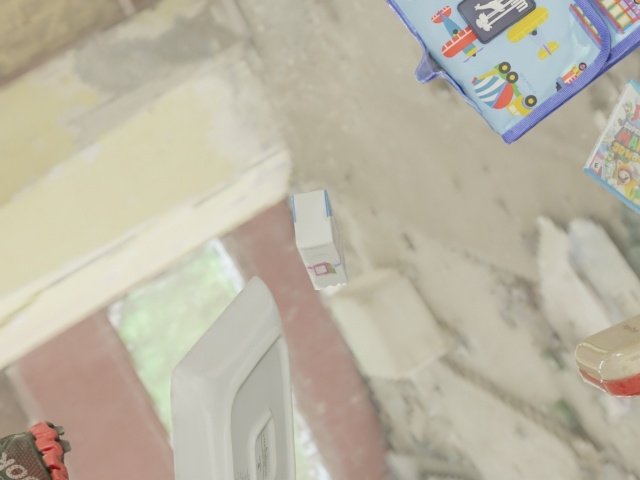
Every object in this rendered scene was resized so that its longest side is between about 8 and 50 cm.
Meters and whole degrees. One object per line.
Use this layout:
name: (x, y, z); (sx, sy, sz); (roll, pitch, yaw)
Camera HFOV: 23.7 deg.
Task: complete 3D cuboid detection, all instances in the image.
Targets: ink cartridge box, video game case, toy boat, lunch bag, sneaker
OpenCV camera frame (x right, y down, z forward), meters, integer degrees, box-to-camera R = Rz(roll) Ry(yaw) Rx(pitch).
ink cartridge box: (0.000, 0.000, 2.103); (0.122, 0.052, 0.088); (71, -170, -58)
video game case: (0.467, -0.139, 2.259); (0.119, 0.166, 0.015); (35, 161, -16)
toy boat: (0.433, 0.183, 2.008); (0.231, 0.151, 0.151); (-149, 36, -83)
lunch bag: (0.202, -0.246, 1.464); (0.221, 0.293, 0.138); (52, 177, 5)
sneaker: (-0.338, 0.322, 1.795); (0.276, 0.135, 0.098); (-129, 37, -50)

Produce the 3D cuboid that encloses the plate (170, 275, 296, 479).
plate: (-0.071, 0.203, 1.428); (0.278, 0.045, 0.277); (-50, -40, -68)
